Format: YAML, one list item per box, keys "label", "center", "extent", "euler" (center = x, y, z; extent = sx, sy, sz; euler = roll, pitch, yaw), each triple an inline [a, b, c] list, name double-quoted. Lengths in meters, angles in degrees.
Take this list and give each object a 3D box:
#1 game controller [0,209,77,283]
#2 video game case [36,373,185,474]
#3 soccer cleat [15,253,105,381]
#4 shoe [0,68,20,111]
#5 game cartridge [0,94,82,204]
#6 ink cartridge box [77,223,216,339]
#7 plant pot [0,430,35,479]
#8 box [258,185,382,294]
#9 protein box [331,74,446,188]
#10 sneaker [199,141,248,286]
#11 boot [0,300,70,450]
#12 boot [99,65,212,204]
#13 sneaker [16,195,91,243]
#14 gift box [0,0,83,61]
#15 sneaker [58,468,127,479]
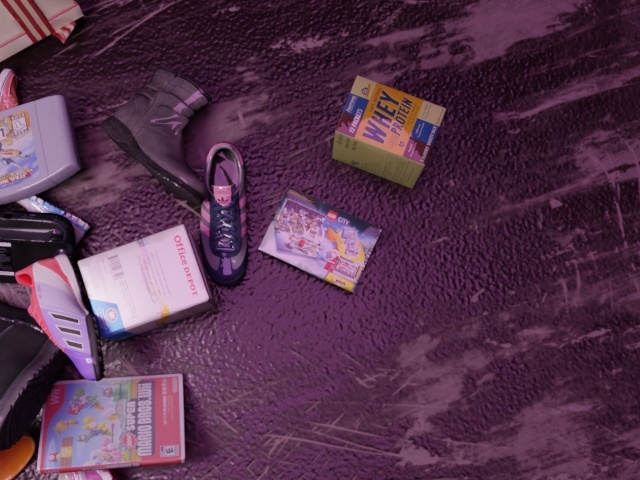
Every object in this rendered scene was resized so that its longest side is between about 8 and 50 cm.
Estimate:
- label: "game controller"
  center: [-0.690, 0.015, 1.706]
  extent: [0.319, 0.067, 0.167]
  euler: [4, 121, 0]
- label: "video game case"
  center: [-0.424, 0.372, 1.619]
  extent: [0.285, 0.025, 0.204]
  euler: [-2, 47, -10]
- label: "soccer cleat"
  center: [-0.517, 0.162, 1.576]
  extent: [0.116, 0.109, 0.318]
  euler: [-16, 53, -23]
- label: "shoe"
  center: [-0.697, -0.298, 1.790]
  extent: [0.081, 0.063, 0.178]
  euler: [11, 85, -1]
- label: "game cartridge"
  center: [-0.676, -0.184, 1.710]
  extent: [0.297, 0.062, 0.198]
  euler: [-17, 72, 3]
- label: "ink cartridge box"
  center: [-0.358, 0.094, 1.669]
  extent: [0.232, 0.168, 0.171]
  euler: [-19, 81, -5]
- label: "plant pot"
  center: [-0.722, 0.401, 1.602]
  extent: [0.205, 0.205, 0.188]
  euler: [-42, 68, -8]
- label: "box"
  center: [0.000, 0.000, 1.757]
  extent: [0.233, 0.044, 0.159]
  euler: [25, 80, 3]
- label: "protein box"
  center: [0.144, -0.232, 1.725]
  extent: [0.201, 0.200, 0.136]
  euler: [21, 79, 3]
- label: "sneaker"
  center: [-0.215, -0.062, 1.720]
  extent: [0.112, 0.131, 0.319]
  euler: [-4, 80, -4]
- label: "boot"
  center: [-0.757, 0.220, 1.564]
  extent: [0.445, 0.367, 0.146]
  euler: [18, 115, -1]
- label: "boot"
  center: [-0.315, -0.245, 1.721]
  extent: [0.338, 0.118, 0.223]
  euler: [40, 81, 24]
- label: "sneaker"
  center: [-0.610, -0.046, 1.742]
  extent: [0.190, 0.071, 0.083]
  euler: [27, 86, 4]
- label: "gift box"
  center: [-0.696, -0.553, 1.733]
  extent: [0.255, 0.258, 0.276]
  euler: [-28, 74, -6]
- label: "sneaker"
  center: [-0.477, 0.502, 1.633]
  extent: [0.111, 0.103, 0.252]
  euler: [-33, 74, -6]
